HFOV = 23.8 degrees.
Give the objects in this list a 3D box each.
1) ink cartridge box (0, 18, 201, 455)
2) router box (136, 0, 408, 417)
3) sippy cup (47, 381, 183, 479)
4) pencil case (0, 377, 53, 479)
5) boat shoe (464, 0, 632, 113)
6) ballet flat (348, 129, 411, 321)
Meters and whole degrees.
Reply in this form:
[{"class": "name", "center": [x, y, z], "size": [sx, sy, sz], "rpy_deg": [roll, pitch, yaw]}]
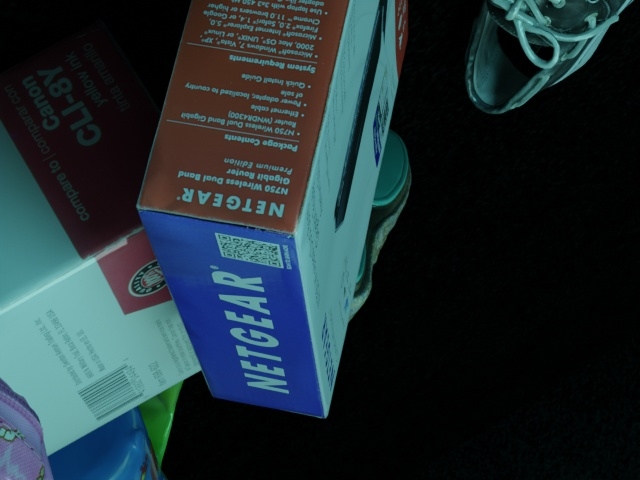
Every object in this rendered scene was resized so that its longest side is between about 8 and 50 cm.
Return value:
[{"class": "ink cartridge box", "center": [-0.259, 0.058, 1.038], "size": [0.384, 0.160, 0.279], "rpy_deg": [-30, 159, -10]}, {"class": "router box", "center": [-0.012, -0.083, 0.914], "size": [0.082, 0.301, 0.335], "rpy_deg": [10, 160, 7]}, {"class": "sippy cup", "center": [-0.244, 0.229, 1.398], "size": [0.240, 0.305, 0.224], "rpy_deg": [-1, 142, -5]}, {"class": "pencil case", "center": [-0.299, 0.051, 0.746], "size": [0.167, 0.160, 0.386], "rpy_deg": [-3, 140, 35]}, {"class": "boat shoe", "center": [0.174, -0.194, 1.168], "size": [0.105, 0.113, 0.306], "rpy_deg": [-41, 173, -21]}, {"class": "ballet flat", "center": [0.000, 0.000, 1.206], "size": [0.316, 0.107, 0.106], "rpy_deg": [-61, 173, -63]}]
